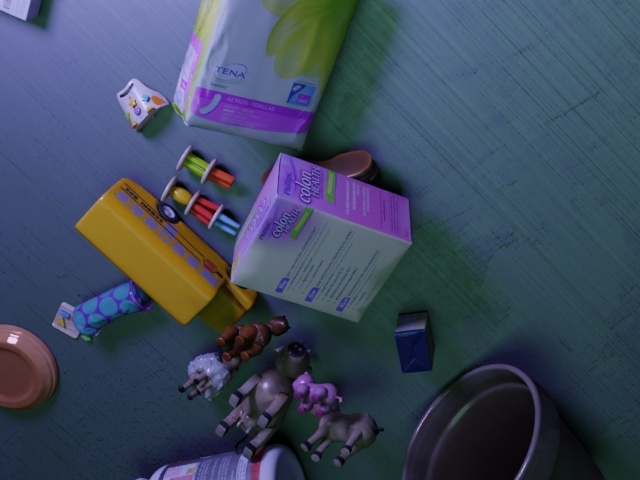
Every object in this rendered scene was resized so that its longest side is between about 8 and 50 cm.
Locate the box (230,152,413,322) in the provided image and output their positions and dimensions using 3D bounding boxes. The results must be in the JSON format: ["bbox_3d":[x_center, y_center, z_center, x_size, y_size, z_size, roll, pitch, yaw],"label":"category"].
[{"bbox_3d":[0.000,0.000,1.608,0.243,0.117,0.213,18,130,-15],"label":"box"}]

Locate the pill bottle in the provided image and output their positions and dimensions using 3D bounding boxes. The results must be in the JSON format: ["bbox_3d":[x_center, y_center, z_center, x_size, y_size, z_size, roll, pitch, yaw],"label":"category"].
[{"bbox_3d":[-0.221,0.534,1.879,0.363,0.210,0.210,-14,109,16],"label":"pill bottle"}]

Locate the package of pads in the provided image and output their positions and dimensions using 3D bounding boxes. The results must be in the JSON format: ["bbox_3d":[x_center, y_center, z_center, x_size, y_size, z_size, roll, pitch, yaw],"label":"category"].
[{"bbox_3d":[-0.093,-0.307,1.509,0.229,0.101,0.296,10,115,-29],"label":"package of pads"}]

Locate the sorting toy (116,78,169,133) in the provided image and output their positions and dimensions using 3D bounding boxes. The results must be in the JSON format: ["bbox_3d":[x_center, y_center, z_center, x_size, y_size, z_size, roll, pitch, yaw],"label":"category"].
[{"bbox_3d":[-0.324,-0.242,1.672,0.083,0.045,0.075,-40,81,23],"label":"sorting toy"}]

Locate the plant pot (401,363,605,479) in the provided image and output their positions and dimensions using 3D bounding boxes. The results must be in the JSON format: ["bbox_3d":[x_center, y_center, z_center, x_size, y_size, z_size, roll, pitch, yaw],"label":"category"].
[{"bbox_3d":[0.357,0.425,1.696,0.280,0.323,0.323,35,115,-22],"label":"plant pot"}]

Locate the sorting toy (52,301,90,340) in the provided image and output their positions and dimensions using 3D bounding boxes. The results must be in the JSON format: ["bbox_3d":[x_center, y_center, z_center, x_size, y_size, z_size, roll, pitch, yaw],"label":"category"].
[{"bbox_3d":[-0.488,0.166,1.883,0.083,0.012,0.062,30,114,-2],"label":"sorting toy"}]

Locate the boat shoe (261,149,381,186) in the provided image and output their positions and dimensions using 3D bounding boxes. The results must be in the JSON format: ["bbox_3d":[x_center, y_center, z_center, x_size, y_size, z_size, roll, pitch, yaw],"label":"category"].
[{"bbox_3d":[0.002,-0.102,1.647,0.207,0.073,0.073,-5,151,19],"label":"boat shoe"}]

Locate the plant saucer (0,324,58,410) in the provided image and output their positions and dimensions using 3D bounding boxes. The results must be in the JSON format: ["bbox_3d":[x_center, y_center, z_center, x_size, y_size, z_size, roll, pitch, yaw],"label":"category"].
[{"bbox_3d":[-0.637,0.268,1.941,0.200,0.037,0.200,4,112,9],"label":"plant saucer"}]

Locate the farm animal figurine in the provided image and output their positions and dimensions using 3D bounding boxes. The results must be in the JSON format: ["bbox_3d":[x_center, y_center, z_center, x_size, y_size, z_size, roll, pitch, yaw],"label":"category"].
[{"bbox_3d":[-0.063,0.286,1.770,0.330,0.172,0.327,49,131,2],"label":"farm animal figurine"}]

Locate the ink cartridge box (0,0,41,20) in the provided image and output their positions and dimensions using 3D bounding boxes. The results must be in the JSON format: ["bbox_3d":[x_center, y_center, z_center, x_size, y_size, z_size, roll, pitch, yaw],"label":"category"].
[{"bbox_3d":[-0.538,-0.442,1.617,0.122,0.052,0.088,23,114,-1],"label":"ink cartridge box"}]

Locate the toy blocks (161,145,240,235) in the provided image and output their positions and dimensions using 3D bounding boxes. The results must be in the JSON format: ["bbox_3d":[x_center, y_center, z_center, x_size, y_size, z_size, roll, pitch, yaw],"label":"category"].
[{"bbox_3d":[-0.196,-0.084,1.700,0.148,0.054,0.123,30,115,-3],"label":"toy blocks"}]

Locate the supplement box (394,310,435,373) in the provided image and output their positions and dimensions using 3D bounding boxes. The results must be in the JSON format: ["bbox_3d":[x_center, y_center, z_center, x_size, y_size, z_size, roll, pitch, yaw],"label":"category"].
[{"bbox_3d":[0.172,0.184,1.726,0.056,0.083,0.083,-7,111,14],"label":"supplement box"}]

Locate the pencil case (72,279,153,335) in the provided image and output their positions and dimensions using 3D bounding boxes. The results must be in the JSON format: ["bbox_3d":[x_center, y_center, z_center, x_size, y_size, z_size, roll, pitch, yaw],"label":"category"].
[{"bbox_3d":[-0.399,0.129,1.823,0.152,0.064,0.070,-26,90,20],"label":"pencil case"}]

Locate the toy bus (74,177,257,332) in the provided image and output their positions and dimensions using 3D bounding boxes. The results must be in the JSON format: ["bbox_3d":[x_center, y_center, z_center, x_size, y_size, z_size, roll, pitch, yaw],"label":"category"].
[{"bbox_3d":[-0.274,0.039,1.724,0.333,0.130,0.108,44,113,-8],"label":"toy bus"}]
